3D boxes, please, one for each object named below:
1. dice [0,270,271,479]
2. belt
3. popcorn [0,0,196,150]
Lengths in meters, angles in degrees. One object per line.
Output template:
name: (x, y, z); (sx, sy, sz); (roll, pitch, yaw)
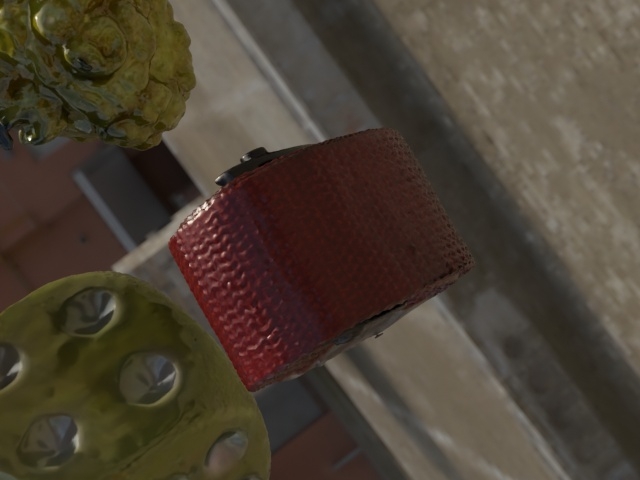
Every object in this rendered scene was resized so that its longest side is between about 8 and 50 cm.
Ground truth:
dice: (-0.201, 0.188, 1.333); (0.233, 0.238, 0.227); (36, 153, 31)
belt: (0.000, 0.000, 0.838); (0.124, 0.128, 0.201); (60, -152, 7)
popcorn: (-0.213, -0.154, 1.222); (0.218, 0.189, 0.169); (56, -149, -42)
